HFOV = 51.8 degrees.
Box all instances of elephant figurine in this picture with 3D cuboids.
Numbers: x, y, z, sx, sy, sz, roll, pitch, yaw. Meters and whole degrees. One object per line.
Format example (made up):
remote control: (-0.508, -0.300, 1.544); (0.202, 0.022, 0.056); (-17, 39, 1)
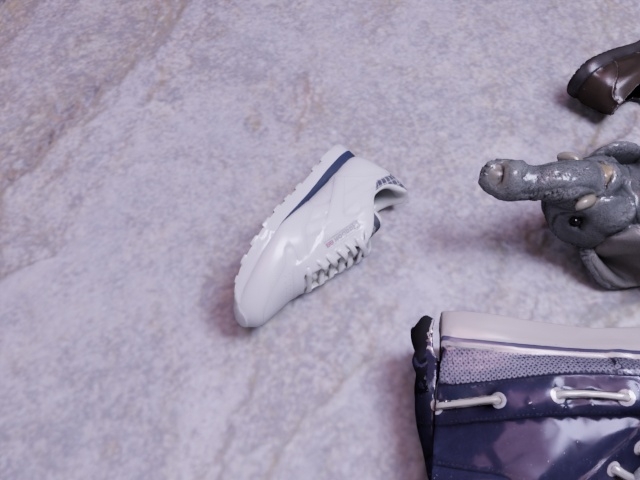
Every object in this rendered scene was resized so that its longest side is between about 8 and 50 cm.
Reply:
elephant figurine: (0.300, -0.039, 0.653); (0.240, 0.185, 0.169); (-15, 16, 21)

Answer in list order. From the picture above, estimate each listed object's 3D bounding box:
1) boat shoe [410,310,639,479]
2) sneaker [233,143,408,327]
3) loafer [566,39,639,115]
boat shoe: (0.241, 0.158, 0.541); (0.341, 0.127, 0.158); (3, 62, 12)
sneaker: (0.000, 0.000, 0.667); (0.095, 0.090, 0.235); (32, 63, 10)
loafer: (0.410, -0.206, 0.809); (0.220, 0.080, 0.078); (-26, 69, -10)
